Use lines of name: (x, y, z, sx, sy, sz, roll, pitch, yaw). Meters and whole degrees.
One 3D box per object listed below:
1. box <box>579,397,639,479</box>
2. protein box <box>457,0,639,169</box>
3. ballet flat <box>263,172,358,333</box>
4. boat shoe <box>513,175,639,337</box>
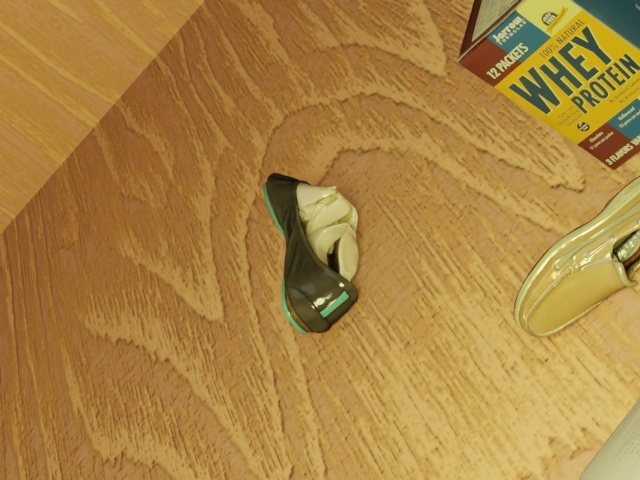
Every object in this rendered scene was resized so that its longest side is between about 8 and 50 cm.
box: (0.292, 0.139, 0.933, 0.168, 0.215, 0.345, -52, -3, -3)
protein box: (0.266, -0.220, 1.689, 0.136, 0.200, 0.201, -41, 22, 45)
ballet flat: (0.000, 0.000, 2.030, 0.096, 0.095, 0.280, -33, 37, 16)
boat shoe: (0.253, 0.021, 1.549, 0.190, 0.068, 0.072, -48, 34, 7)
